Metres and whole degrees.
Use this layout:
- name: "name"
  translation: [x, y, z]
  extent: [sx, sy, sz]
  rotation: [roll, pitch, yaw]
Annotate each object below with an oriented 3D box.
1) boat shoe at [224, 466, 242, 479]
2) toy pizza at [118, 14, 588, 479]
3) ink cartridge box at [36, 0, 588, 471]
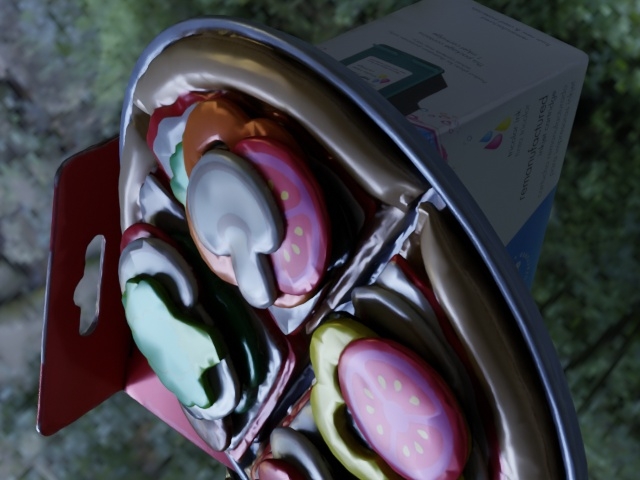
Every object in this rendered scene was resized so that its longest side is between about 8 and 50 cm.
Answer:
- name: "boat shoe"
  translation: [-0.040, 0.149, 1.154]
  extent: [0.050, 0.135, 0.045]
  rotation: [-8, 148, 25]
- name: "toy pizza"
  translation: [-0.005, 0.035, 0.511]
  extent: [0.201, 0.032, 0.201]
  rotation: [40, 145, 35]
- name: "ink cartridge box"
  translation: [0.000, 0.000, 0.724]
  extent: [0.078, 0.231, 0.134]
  rotation: [31, 129, 29]
